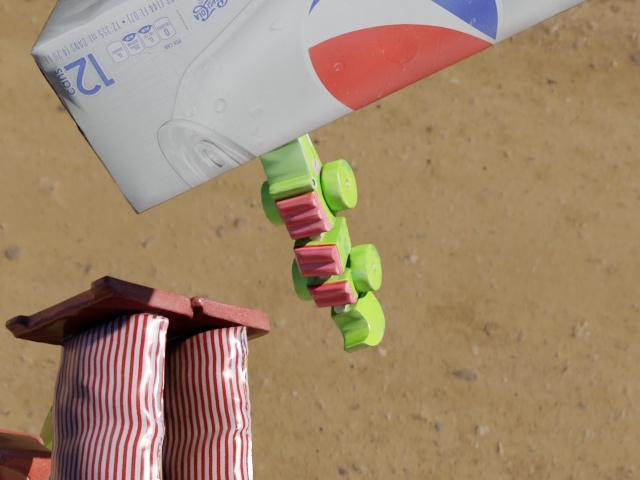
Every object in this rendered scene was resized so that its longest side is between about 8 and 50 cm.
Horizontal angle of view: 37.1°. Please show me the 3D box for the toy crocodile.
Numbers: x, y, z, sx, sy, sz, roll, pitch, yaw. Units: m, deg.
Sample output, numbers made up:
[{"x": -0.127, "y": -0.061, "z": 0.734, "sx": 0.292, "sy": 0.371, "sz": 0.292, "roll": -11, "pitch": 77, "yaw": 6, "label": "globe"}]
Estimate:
[{"x": 0.000, "y": 0.000, "z": 1.255, "sx": 0.115, "sy": 0.340, "sz": 0.105, "roll": -9, "pitch": 33, "yaw": 19, "label": "toy crocodile"}]

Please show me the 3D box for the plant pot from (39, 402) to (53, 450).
[{"x": -0.300, "y": 0.260, "z": 1.571, "sx": 0.227, "sy": 0.228, "sz": 0.207, "roll": -35, "pitch": 38, "yaw": 33, "label": "plant pot"}]

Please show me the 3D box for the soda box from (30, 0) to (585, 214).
[{"x": 0.020, "y": -0.124, "z": 0.434, "sx": 0.286, "sy": 0.091, "sz": 0.098, "roll": -25, "pitch": 29, "yaw": 7, "label": "soda box"}]

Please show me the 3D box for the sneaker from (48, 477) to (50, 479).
[{"x": -0.595, "y": 0.511, "z": 1.742, "sx": 0.118, "sy": 0.110, "sz": 0.292, "roll": 34, "pitch": 66, "yaw": -20, "label": "sneaker"}]

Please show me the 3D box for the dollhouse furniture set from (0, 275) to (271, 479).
[{"x": -0.205, "y": 0.185, "z": 0.704, "sx": 0.374, "sy": 0.152, "sz": 0.201, "roll": -24, "pitch": 62, "yaw": 37, "label": "dollhouse furniture set"}]
